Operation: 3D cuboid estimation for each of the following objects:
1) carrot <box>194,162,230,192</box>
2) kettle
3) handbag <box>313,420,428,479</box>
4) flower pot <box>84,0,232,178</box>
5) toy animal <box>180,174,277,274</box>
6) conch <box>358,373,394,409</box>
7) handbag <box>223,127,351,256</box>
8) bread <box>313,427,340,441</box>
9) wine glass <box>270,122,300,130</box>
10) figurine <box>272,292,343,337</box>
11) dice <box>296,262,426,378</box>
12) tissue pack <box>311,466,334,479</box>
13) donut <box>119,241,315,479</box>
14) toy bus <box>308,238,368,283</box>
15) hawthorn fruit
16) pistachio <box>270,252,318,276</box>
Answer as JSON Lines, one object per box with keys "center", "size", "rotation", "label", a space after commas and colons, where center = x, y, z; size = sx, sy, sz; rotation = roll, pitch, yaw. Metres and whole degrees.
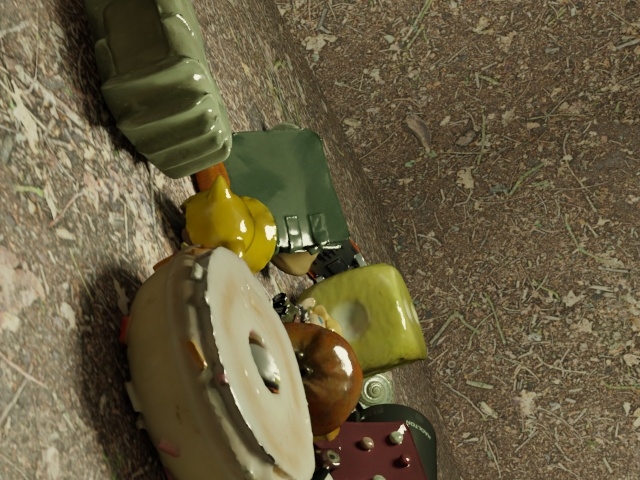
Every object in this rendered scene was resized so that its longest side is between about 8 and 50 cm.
{"center": [-0.225, -0.185, 1.719], "size": [0.066, 0.062, 0.271], "rotation": [0, 60, -43], "label": "carrot"}
{"center": [0.128, 0.474, 1.826], "size": [0.308, 0.203, 0.262], "rotation": [-84, 153, -62], "label": "kettle"}
{"center": [0.083, 0.417, 1.684], "size": [0.203, 0.216, 0.074], "rotation": [-105, -154, -52], "label": "handbag"}
{"center": [-0.259, -0.293, 1.457], "size": [0.254, 0.164, 0.367], "rotation": [57, 15, -69], "label": "flower pot"}
{"center": [-0.148, -0.012, 1.538], "size": [0.230, 0.156, 0.156], "rotation": [33, 37, -78], "label": "toy animal"}
{"center": [0.136, 0.391, 2.304], "size": [0.153, 0.102, 0.135], "rotation": [42, 43, -69], "label": "conch"}
{"center": [-0.081, -0.088, 1.798], "size": [0.247, 0.079, 0.260], "rotation": [-6, 71, -34], "label": "handbag"}
{"center": [-0.011, 0.308, 1.698], "size": [0.187, 0.103, 0.065], "rotation": [-90, 157, -67], "label": "bread"}
{"center": [-0.009, -0.206, 2.282], "size": [0.309, 0.264, 0.096], "rotation": [-89, 172, -64], "label": "wine glass"}
{"center": [-0.029, 0.174, 1.884], "size": [0.196, 0.108, 0.114], "rotation": [52, 15, -40], "label": "figurine"}
{"center": [0.092, 0.195, 2.068], "size": [0.233, 0.238, 0.227], "rotation": [38, 33, -71], "label": "dice"}
{"center": [-0.021, 0.431, 1.441], "size": [0.170, 0.090, 0.103], "rotation": [5, 64, -80], "label": "tissue pack"}
{"center": [-0.131, 0.186, 1.216], "size": [0.382, 0.142, 0.382], "rotation": [-20, 90, -80], "label": "donut"}
{"center": [0.000, 0.000, 2.274], "size": [0.153, 0.143, 0.329], "rotation": [63, 7, 30], "label": "toy bus"}
{"center": [-0.029, 0.243, 1.548], "size": [0.251, 0.199, 0.199], "rotation": [85, -11, -67], "label": "hawthorn fruit"}
{"center": [-0.078, -0.061, 1.935], "size": [0.181, 0.162, 0.293], "rotation": [3, 64, -45], "label": "pistachio"}
